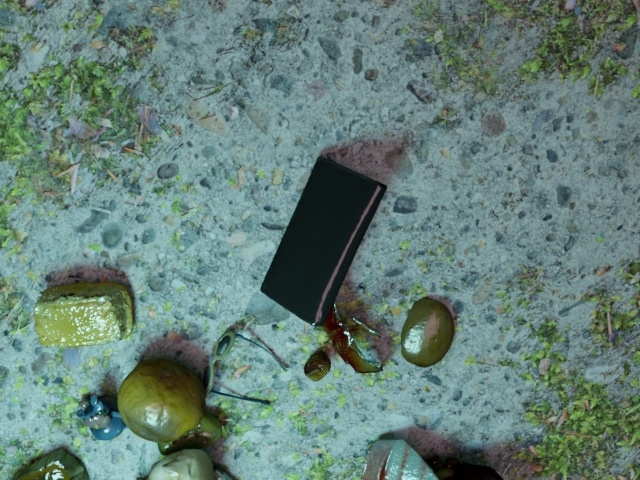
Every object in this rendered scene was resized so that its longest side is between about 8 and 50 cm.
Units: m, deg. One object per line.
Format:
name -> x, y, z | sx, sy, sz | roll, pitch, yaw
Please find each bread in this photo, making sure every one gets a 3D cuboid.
bread -> -0.629, 0.201, 1.459 | 0.245, 0.121, 0.174 | -6, 107, -7
bread -> -0.760, 0.712, 1.529 | 0.209, 0.110, 0.192 | -26, 100, 1
bread -> -0.012, 0.349, 1.533 | 0.085, 0.085, 0.053 | -40, 106, 3

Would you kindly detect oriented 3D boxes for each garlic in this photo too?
garlic -> -0.395, 0.704, 1.460 | 0.249, 0.286, 0.313 | 45, 123, -14

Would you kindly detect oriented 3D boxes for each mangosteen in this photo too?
mangosteen -> 0.407, 0.724, 1.558 | 0.265, 0.228, 0.228 | 41, 95, 28

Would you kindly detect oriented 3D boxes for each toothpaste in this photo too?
toothpaste -> -0.234, 0.747, 1.599 | 0.062, 0.039, 0.239 | -41, 100, 1

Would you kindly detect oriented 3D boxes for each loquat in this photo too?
loquat -> -0.417, 0.419, 1.451 | 0.193, 0.238, 0.238 | -42, 98, 7

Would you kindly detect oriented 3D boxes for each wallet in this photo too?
wallet -> 0.001, 0.000, 1.446 | 0.228, 0.062, 0.406 | 29, 96, 34

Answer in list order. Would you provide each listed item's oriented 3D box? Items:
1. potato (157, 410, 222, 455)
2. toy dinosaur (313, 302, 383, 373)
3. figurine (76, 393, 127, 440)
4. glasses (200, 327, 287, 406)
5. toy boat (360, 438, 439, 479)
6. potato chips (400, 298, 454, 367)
potato -> -0.368, 0.543, 1.540 | 0.188, 0.085, 0.105 | -24, 60, -1
toy dinosaur -> 0.068, 0.227, 1.511 | 0.327, 0.113, 0.207 | 41, 133, 12
figurine -> -0.600, 0.463, 1.497 | 0.114, 0.178, 0.144 | -34, 58, -15
glasses -> -0.211, 0.372, 1.522 | 0.220, 0.088, 0.190 | 27, 95, -7
toy boat -> 0.254, 0.678, 1.518 | 0.282, 0.096, 0.206 | 18, 91, 36
potato chips -> 0.306, 0.270, 1.558 | 0.150, 0.049, 0.202 | 20, 103, -1
